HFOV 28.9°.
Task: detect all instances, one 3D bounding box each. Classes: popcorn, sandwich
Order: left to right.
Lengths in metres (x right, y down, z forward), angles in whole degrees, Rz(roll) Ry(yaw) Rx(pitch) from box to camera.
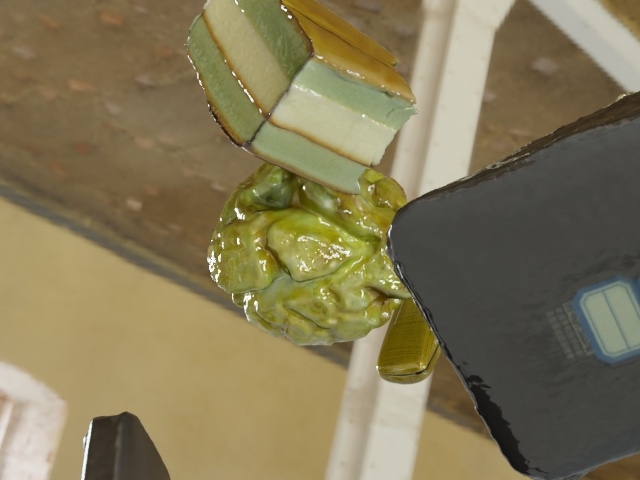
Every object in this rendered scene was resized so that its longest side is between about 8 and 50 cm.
[{"bbox_3d":[-0.018,-0.188,1.444,0.198,0.227,0.155,19,-61,-40],"label":"sandwich"},{"bbox_3d":[-0.006,0.000,1.630,0.247,0.282,0.282,-43,-48,18],"label":"popcorn"}]

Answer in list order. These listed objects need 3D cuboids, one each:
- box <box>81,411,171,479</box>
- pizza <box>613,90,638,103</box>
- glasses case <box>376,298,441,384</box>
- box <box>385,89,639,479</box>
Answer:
[{"bbox_3d":[-0.239,0.389,1.535,0.073,0.289,0.290,-4,-34,5],"label":"box"},{"bbox_3d":[0.472,-0.103,1.681,0.089,0.223,0.323,-19,2,23],"label":"pizza"},{"bbox_3d":[0.135,0.114,1.692,0.079,0.234,0.064,-3,-59,19],"label":"glasses case"},{"bbox_3d":[0.275,0.048,1.163,0.350,0.091,0.359,-24,-67,19],"label":"box"}]
